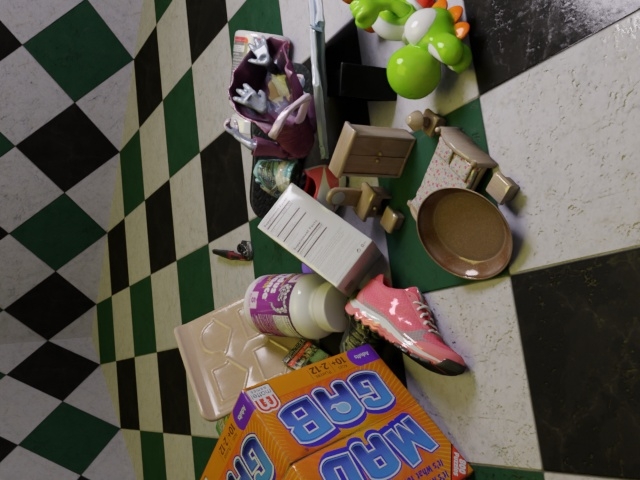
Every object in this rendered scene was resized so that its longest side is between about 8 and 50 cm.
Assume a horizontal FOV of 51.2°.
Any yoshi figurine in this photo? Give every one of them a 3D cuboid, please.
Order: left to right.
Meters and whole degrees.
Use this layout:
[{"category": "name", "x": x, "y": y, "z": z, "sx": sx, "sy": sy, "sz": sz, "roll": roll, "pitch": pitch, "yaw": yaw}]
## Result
[{"category": "yoshi figurine", "x": 0.157, "y": -0.421, "z": 1.392, "sx": 0.362, "sy": 0.203, "sz": 0.203, "roll": 54, "pitch": 150, "yaw": 40}]

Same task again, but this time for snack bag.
[{"category": "snack bag", "x": 0.000, "y": -0.412, "z": 1.577, "sx": 0.323, "sy": 0.037, "sz": 0.343, "roll": 83, "pitch": -176, "yaw": -66}]

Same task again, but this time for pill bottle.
[{"category": "pill bottle", "x": -0.183, "y": -0.455, "z": 1.943, "sx": 0.161, "sy": 0.161, "sz": 0.283, "roll": 29, "pitch": 115, "yaw": 54}, {"category": "pill bottle", "x": -0.049, "y": 0.167, "z": 1.719, "sx": 0.301, "sy": 0.169, "sz": 0.169, "roll": -6, "pitch": 86, "yaw": 47}]

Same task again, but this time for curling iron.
[{"category": "curling iron", "x": -0.298, "y": 0.037, "z": 2.260, "sx": 0.274, "sy": 0.035, "sz": 0.068, "roll": -4, "pitch": 83, "yaw": 57}]

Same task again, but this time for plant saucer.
[{"category": "plant saucer", "x": 0.277, "y": -0.018, "z": 1.270, "sx": 0.198, "sy": 0.036, "sz": 0.199, "roll": 22, "pitch": 131, "yaw": 28}]

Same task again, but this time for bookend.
[{"category": "bookend", "x": 0.071, "y": -0.363, "z": 1.542, "sx": 0.157, "sy": 0.156, "sz": 0.072, "roll": 18, "pitch": 107, "yaw": 57}]

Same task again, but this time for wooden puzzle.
[{"category": "wooden puzzle", "x": -0.203, "y": 0.310, "z": 1.870, "sx": 0.080, "sy": 0.347, "sz": 0.322, "roll": 78, "pitch": 166, "yaw": -52}]

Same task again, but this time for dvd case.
[{"category": "dvd case", "x": -0.032, "y": 0.317, "z": 1.767, "sx": 0.119, "sy": 0.087, "sz": 0.013, "roll": 25, "pitch": 150, "yaw": 34}]

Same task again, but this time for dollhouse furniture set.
[{"category": "dollhouse furniture set", "x": 0.175, "y": -0.088, "z": 1.367, "sx": 0.355, "sy": 0.173, "sz": 0.303, "roll": 55, "pitch": 135, "yaw": 42}]

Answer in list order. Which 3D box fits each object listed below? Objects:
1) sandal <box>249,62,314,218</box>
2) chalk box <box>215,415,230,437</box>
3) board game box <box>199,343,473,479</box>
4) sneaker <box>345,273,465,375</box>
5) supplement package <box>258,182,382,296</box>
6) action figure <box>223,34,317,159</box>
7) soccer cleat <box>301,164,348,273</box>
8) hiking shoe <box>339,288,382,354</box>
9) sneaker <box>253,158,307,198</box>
[{"category": "sandal", "x": -0.127, "y": -0.279, "z": 1.871, "sx": 0.107, "sy": 0.167, "sz": 0.446, "roll": -119, "pitch": 39, "yaw": -64}, {"category": "chalk box", "x": -0.185, "y": 0.538, "z": 1.958, "sx": 0.179, "sy": 0.180, "sz": 0.289, "roll": 45, "pitch": 129, "yaw": 49}, {"category": "board game box", "x": 0.017, "y": 0.501, "z": 1.404, "sx": 0.356, "sy": 0.356, "sz": 0.356, "roll": 49, "pitch": 132, "yaw": 30}, {"category": "sneaker", "x": 0.189, "y": 0.167, "z": 1.412, "sx": 0.313, "sy": 0.116, "sz": 0.136, "roll": 31, "pitch": 84, "yaw": 40}, {"category": "supplement package", "x": 0.000, "y": 0.000, "z": 1.557, "sx": 0.244, "sy": 0.139, "sz": 0.134, "roll": 36, "pitch": 87, "yaw": 21}, {"category": "action figure", "x": -0.068, "y": -0.292, "z": 1.555, "sx": 0.275, "sy": 0.370, "sz": 0.248, "roll": 38, "pitch": 80, "yaw": 29}, {"category": "soccer cleat", "x": -0.021, "y": -0.045, "z": 1.734, "sx": 0.108, "sy": 0.116, "sz": 0.318, "roll": 39, "pitch": 123, "yaw": 51}, {"category": "hiking shoe", "x": 0.106, "y": 0.229, "z": 1.566, "sx": 0.114, "sy": 0.086, "sz": 0.227, "roll": -6, "pitch": 85, "yaw": 61}, {"category": "sneaker", "x": -0.100, "y": -0.159, "z": 1.755, "sx": 0.283, "sy": 0.122, "sz": 0.110, "roll": 60, "pitch": -133, "yaw": -77}]
